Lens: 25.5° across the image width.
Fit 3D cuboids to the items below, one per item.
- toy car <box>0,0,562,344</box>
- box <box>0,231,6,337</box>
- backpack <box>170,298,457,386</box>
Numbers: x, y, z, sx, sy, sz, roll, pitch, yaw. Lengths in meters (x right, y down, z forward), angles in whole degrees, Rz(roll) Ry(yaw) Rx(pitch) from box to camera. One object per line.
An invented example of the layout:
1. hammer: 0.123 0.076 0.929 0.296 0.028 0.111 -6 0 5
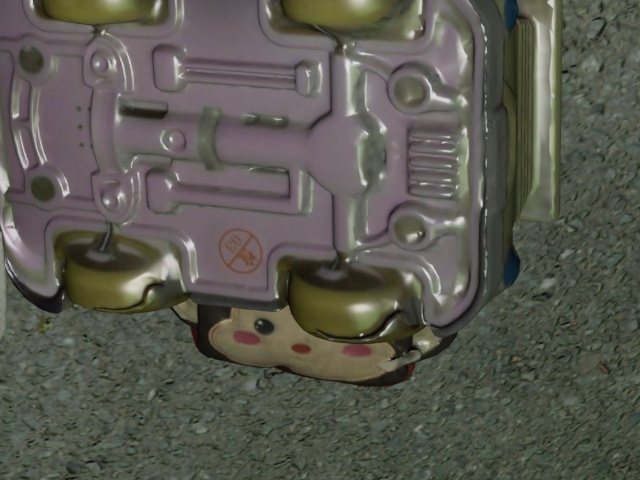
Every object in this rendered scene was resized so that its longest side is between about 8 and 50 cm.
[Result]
1. toy car: -0.027 -0.081 0.905 0.336 0.226 0.242 5 109 23
2. box: -0.385 0.054 0.854 0.330 0.210 0.095 10 126 7
3. backpack: 0.000 0.001 1.068 0.229 0.139 0.229 2 119 3
